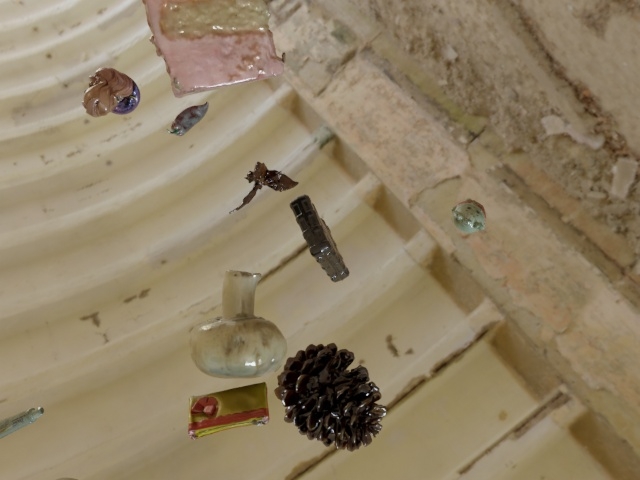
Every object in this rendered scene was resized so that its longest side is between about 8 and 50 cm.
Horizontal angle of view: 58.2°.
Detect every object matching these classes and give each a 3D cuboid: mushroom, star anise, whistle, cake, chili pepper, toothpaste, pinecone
[{"bbox_3d":[-0.251,0.263,1.795,0.314,0.336,0.314,5,176,0],"label":"mushroom"},{"bbox_3d":[-0.165,-0.135,1.560,0.140,0.144,0.158,0,164,34],"label":"star anise"},{"bbox_3d":[0.460,-0.074,1.780,0.101,0.106,0.253,59,-164,1],"label":"whistle"},{"bbox_3d":[-0.273,-0.517,1.395,0.314,0.293,0.306,-133,27,-72],"label":"cake"},{"bbox_3d":[-0.350,-0.319,1.515,0.041,0.153,0.050,23,143,16],"label":"chili pepper"},{"bbox_3d":[-0.892,0.530,1.660,0.037,0.255,0.067,41,-150,-50],"label":"toothpaste"},{"bbox_3d":[0.036,0.389,1.413,0.292,0.246,0.246,26,169,47],"label":"pinecone"}]

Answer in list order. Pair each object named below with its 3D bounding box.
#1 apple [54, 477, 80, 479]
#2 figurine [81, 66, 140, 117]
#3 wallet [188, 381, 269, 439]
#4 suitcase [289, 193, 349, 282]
[{"bbox_3d":[-0.587,0.666,1.352,0.188,0.174,0.207,30,154,2],"label":"apple"},{"bbox_3d":[-0.511,-0.354,1.371,0.126,0.114,0.157,10,-162,11],"label":"figurine"},{"bbox_3d":[-0.271,0.495,1.684,0.141,0.241,0.067,-106,5,-59],"label":"wallet"},{"bbox_3d":[0.000,0.000,1.757,0.206,0.066,0.285,66,-175,25],"label":"suitcase"}]
